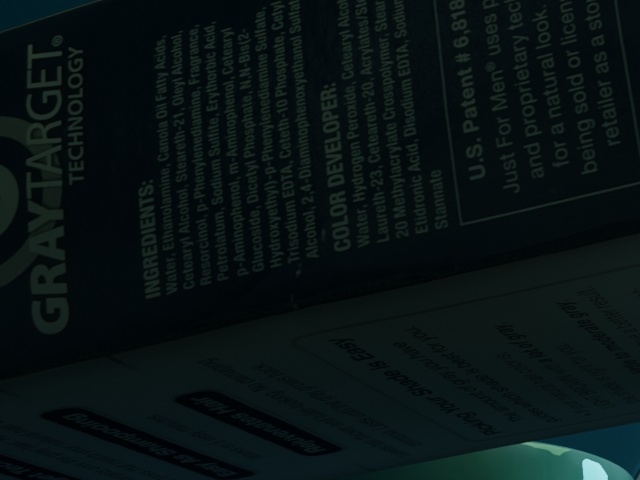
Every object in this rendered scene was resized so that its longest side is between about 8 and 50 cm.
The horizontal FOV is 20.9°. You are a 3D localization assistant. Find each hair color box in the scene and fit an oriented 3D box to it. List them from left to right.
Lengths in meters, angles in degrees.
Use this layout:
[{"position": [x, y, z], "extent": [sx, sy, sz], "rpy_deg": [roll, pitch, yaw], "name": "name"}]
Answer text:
[{"position": [0.000, 0.000, 0.499], "extent": [0.347, 0.105, 0.174], "rpy_deg": [-14, -22, 21], "name": "hair color box"}]

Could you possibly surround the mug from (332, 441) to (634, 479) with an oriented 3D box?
[{"position": [0.058, 0.147, 0.692], "extent": [0.129, 0.097, 0.158], "rpy_deg": [5, -24, -4], "name": "mug"}]
